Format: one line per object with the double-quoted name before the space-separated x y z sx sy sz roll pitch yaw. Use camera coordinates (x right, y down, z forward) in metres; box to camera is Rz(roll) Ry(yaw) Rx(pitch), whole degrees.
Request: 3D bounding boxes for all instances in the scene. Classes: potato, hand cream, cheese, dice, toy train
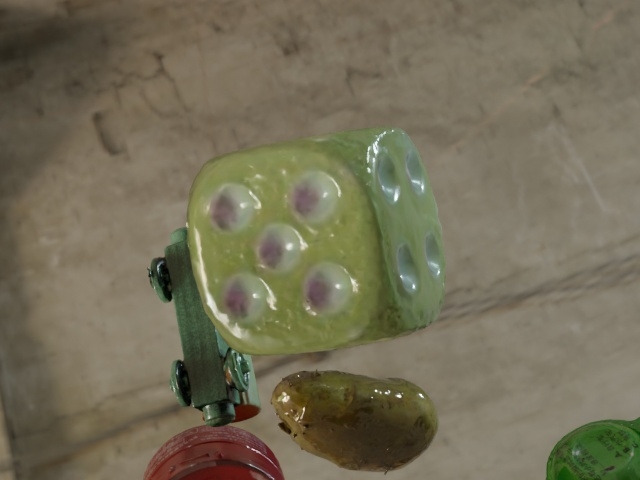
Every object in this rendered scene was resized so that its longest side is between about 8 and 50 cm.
"potato" 0.054 0.296 2.227 0.296 0.141 0.191 21 -47 -22
"hand cream" -0.153 0.390 1.961 0.230 0.149 0.230 -3 -73 -10
"cheese" 0.511 0.352 2.229 0.320 0.204 0.083 -26 -53 -11
"dice" 0.000 0.000 1.643 0.254 0.250 0.252 -9 1 24
"toy train" -0.152 0.126 1.885 0.116 0.285 0.177 -17 -21 9
